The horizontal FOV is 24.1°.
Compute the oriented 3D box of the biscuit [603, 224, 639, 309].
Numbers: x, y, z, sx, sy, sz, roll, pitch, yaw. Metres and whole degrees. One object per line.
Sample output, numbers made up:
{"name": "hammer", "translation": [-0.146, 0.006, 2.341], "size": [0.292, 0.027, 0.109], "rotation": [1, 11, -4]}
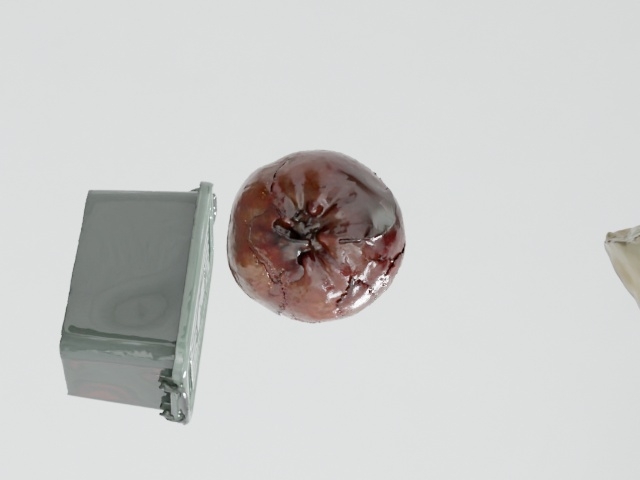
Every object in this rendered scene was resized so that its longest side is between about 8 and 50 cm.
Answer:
{"name": "biscuit", "translation": [0.435, 0.104, 1.078], "size": [0.446, 0.104, 0.429], "rotation": [59, -29, 9]}

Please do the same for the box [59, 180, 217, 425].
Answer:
{"name": "box", "translation": [-0.187, 0.059, 1.558], "size": [0.163, 0.135, 0.243], "rotation": [96, 0, -59]}

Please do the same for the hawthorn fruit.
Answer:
{"name": "hawthorn fruit", "translation": [0.000, 0.000, 1.237], "size": [0.172, 0.148, 0.148], "rotation": [29, 75, -78]}
